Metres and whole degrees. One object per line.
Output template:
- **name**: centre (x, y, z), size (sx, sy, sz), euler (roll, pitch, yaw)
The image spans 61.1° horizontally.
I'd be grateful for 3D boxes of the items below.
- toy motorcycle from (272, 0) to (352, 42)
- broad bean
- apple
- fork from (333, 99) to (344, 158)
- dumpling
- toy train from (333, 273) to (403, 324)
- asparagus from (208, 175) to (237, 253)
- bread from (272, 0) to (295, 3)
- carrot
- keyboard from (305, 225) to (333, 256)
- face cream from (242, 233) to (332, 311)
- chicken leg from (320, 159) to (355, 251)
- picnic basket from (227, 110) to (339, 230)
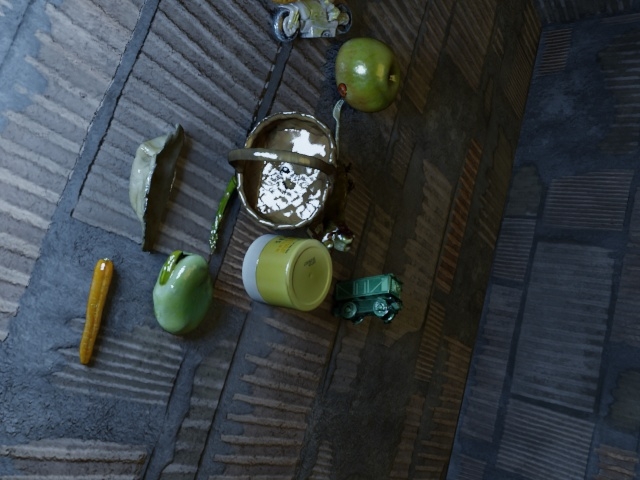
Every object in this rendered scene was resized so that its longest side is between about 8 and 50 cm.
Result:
- **toy motorcycle**: centre (-0.022, -0.736, 1.680), size (0.340, 0.107, 0.223), euler (-23, 118, -41)
- **broad bean**: centre (-0.351, 0.134, 1.389), size (0.169, 0.100, 0.228), euler (-27, 117, -39)
- **apple**: centre (0.166, -0.573, 1.869), size (0.260, 0.193, 0.261), euler (-19, 113, -56)
- **fork**: centre (0.057, -0.379, 1.899), size (0.034, 0.028, 0.220), euler (-8, 105, -59)
- **dumpling**: centre (-0.408, -0.139, 1.288), size (0.166, 0.086, 0.332), euler (57, 43, -81)
- **toy train**: centre (0.171, 0.214, 1.934), size (0.115, 0.269, 0.154), euler (37, 50, -46)
- **asparagus**: centre (-0.273, -0.078, 1.512), size (0.034, 0.027, 0.236), euler (28, 72, -39)
- **bread**: centre (-0.091, -0.769, 1.532), size (0.104, 0.199, 0.199), euler (48, 56, -65)
- **carrot**: centre (-0.512, 0.160, 1.232), size (0.043, 0.043, 0.248), euler (16, 84, -51)
- **keyboard**: centre (0.000, 0.000, 1.875), size (0.166, 0.017, 0.055), euler (53, 55, -41)
- **face cream**: centre (-0.096, 0.095, 1.636), size (0.218, 0.179, 0.218), euler (-9, 102, -51)
- **chicken leg**: centre (0.002, -0.130, 1.681), size (0.140, 0.211, 0.361), euler (73, 16, -49)
- **picnic basket**: centre (-0.100, -0.197, 1.467), size (0.337, 0.292, 0.337), euler (7, 90, -80)
